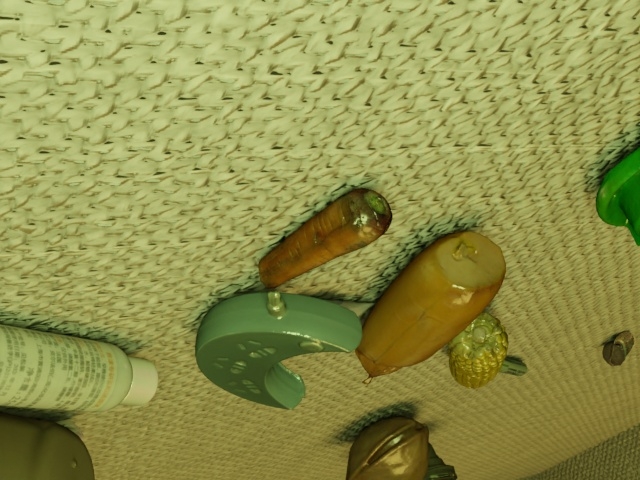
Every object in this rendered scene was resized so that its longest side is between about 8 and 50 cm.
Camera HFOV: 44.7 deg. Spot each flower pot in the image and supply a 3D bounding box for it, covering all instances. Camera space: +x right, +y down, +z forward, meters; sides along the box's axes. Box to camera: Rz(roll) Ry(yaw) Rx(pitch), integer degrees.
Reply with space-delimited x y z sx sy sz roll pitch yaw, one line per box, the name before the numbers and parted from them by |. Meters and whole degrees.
flower pot | 0.197 0.541 1.851 0.235 0.140 0.235 -17 153 -9

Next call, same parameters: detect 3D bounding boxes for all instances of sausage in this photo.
sausage | 0.119 0.100 0.982 0.112 0.112 0.328 -6 152 -24

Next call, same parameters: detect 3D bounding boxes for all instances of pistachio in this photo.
pistachio | 0.138 0.459 1.635 0.213 0.163 0.260 -39 153 -16

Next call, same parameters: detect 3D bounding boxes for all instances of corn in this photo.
corn | 0.248 0.182 1.248 0.091 0.091 0.260 -22 159 -1

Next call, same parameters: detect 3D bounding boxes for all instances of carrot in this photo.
carrot | 0.000 0.000 0.773 0.161 0.055 0.055 -29 153 35

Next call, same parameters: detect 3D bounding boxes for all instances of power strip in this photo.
power strip | -0.058 0.123 0.896 0.167 0.054 0.253 14 147 -11

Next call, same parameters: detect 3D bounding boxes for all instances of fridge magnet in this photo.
fridge magnet | 0.409 -0.070 0.861 0.208 0.088 0.208 -15 154 -8

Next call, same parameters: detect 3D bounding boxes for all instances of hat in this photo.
hat | 0.623 0.222 1.642 0.058 0.042 0.087 -12 119 -21

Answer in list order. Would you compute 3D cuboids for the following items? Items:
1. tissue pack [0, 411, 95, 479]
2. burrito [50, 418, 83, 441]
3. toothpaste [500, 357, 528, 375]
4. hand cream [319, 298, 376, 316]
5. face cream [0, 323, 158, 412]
tissue pack | -0.451 0.317 0.834 0.277 0.267 0.387 -21 154 14
burrito | -0.409 0.298 1.065 0.203 0.064 0.064 -28 153 19
toothpaste | 0.352 0.240 1.497 0.048 0.029 0.197 -34 147 28
hand cream | 0.010 0.098 0.982 0.084 0.053 0.142 -29 167 22
face cream | -0.279 0.138 0.815 0.082 0.082 0.269 -30 151 22
